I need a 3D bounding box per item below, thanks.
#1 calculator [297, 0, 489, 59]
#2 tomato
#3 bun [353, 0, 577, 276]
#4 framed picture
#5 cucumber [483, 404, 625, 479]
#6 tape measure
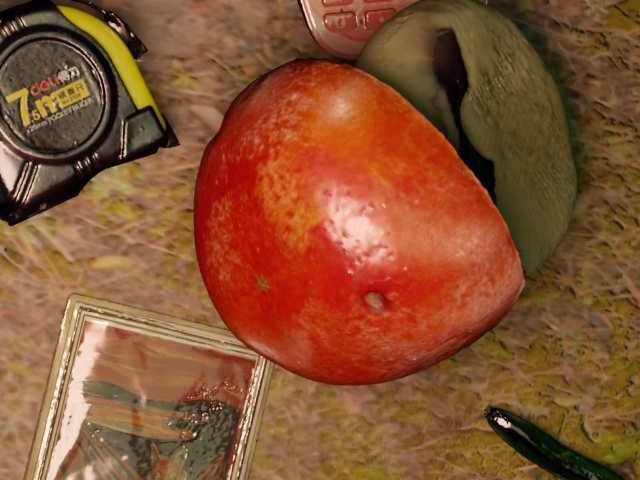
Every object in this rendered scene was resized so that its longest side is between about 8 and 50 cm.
[{"bbox_3d":[0.062,-0.331,1.720,0.220,0.048,0.330,-7,93,-18],"label":"calculator"},{"bbox_3d":[-0.003,0.010,1.539,0.143,0.338,0.338,-40,101,-38],"label":"tomato"},{"bbox_3d":[0.114,-0.088,1.654,0.283,0.179,0.283,30,51,-45],"label":"bun"},{"bbox_3d":[-0.168,0.205,1.656,0.216,0.016,0.273,13,85,-16],"label":"framed picture"},{"bbox_3d":[0.241,0.221,1.768,0.184,0.033,0.036,30,102,-15],"label":"cucumber"},{"bbox_3d":[-0.248,-0.130,1.591,0.199,0.112,0.186,-29,104,-20],"label":"tape measure"}]
